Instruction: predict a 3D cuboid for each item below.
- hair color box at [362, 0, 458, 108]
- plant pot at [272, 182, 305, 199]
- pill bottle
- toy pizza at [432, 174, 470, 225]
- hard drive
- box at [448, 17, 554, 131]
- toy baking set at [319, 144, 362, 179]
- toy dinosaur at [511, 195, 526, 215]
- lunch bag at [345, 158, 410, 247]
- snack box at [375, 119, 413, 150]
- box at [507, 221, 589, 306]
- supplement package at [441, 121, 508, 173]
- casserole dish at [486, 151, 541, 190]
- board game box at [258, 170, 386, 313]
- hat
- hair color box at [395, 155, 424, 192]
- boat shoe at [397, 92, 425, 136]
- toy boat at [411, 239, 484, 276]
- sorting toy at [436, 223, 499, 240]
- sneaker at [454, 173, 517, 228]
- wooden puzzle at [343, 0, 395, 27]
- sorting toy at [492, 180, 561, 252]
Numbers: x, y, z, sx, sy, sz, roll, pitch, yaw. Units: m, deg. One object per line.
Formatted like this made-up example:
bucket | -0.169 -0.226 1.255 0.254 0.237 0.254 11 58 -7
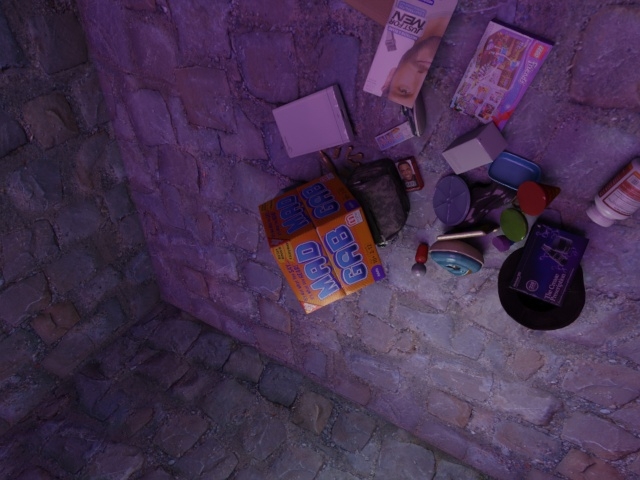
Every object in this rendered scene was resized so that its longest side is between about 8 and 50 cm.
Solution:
hair color box | 0.285 -0.634 1.329 0.185 0.110 0.338 20 120 0
plant pot | -0.110 -0.137 2.005 0.252 0.247 0.248 57 137 6
pill bottle | 0.974 -0.147 1.300 0.121 0.121 0.216 34 137 9
toy pizza | 0.524 -0.159 1.612 0.201 0.032 0.201 176 90 -64
hard drive | -0.038 -0.506 1.763 0.353 0.047 0.232 -4 113 41
box | 0.577 -0.532 1.323 0.201 0.057 0.293 31 136 12
toy baking set | 0.084 -0.390 1.812 0.197 0.030 0.256 -26 106 42
toy dinosaur | 0.766 -0.122 1.509 0.112 0.064 0.211 36 137 5
lunch bag | 0.235 -0.154 1.707 0.213 0.256 0.305 -11 116 31
snack box | 0.306 -0.424 1.628 0.178 0.022 0.064 -17 113 42
box | 0.834 0.088 1.496 0.185 0.103 0.261 22 92 22
supplement package | 0.543 -0.323 1.435 0.105 0.105 0.179 51 160 -10
casserole dish | 0.688 -0.241 1.452 0.189 0.114 0.037 27 177 13
board game box | 0.000 0.000 1.655 0.357 0.356 0.356 -25 124 -1
hat | 0.856 0.183 1.600 0.332 0.134 0.330 -2 84 18
hair color box | 0.371 -0.273 1.684 0.072 0.043 0.141 -9 117 40
boat shoe | 0.327 -0.506 1.496 0.079 0.095 0.254 -2 120 35
toy boat | 0.533 0.092 1.745 0.268 0.148 0.318 23 165 -34
sorting toy | 0.589 -0.036 1.619 0.193 0.208 0.038 -8 91 39
sneaker | 0.617 -0.152 1.579 0.130 0.109 0.286 51 130 4
wooden puzzle | 0.206 -0.860 1.347 0.221 0.044 0.238 35 141 7
sorting toy | 0.754 -0.086 1.472 0.365 0.126 0.127 93 157 -55
